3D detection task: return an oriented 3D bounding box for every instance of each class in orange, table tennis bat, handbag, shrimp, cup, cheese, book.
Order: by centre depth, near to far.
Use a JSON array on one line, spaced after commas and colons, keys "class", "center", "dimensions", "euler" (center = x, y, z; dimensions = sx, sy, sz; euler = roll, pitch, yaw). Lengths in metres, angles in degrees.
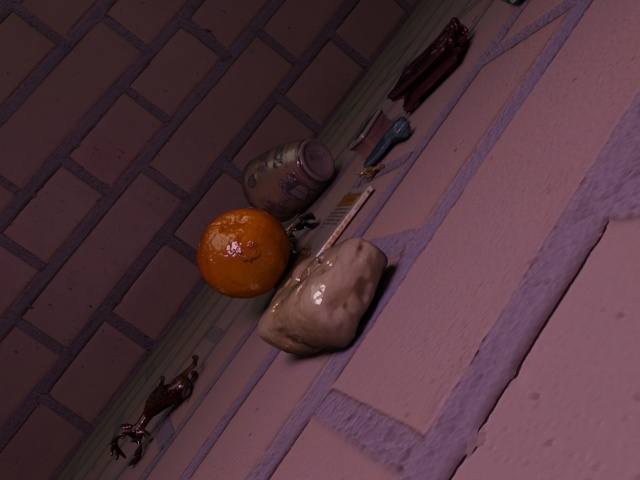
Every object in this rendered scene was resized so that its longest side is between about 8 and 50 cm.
[{"class": "cheese", "center": [-0.004, 0.085, 0.934], "dimensions": [0.159, 0.093, 0.263], "euler": [-55, 10, -27]}, {"class": "book", "center": [0.000, 0.000, 1.412], "dimensions": [0.295, 0.020, 0.208], "euler": [-53, 10, -5]}, {"class": "orange", "center": [-0.174, 0.029, 1.448], "dimensions": [0.219, 0.193, 0.219], "euler": [-21, 19, 8]}, {"class": "table tennis bat", "center": [0.161, -0.239, 1.497], "dimensions": [0.153, 0.040, 0.244], "euler": [-54, 6, -8]}, {"class": "handbag", "center": [0.275, -0.432, 1.566], "dimensions": [0.216, 0.074, 0.203], "euler": [-41, 15, 40]}, {"class": "shrimp", "center": [-0.063, -0.004, 1.611], "dimensions": [0.152, 0.046, 0.219], "euler": [-43, 19, 2]}, {"class": "cup", "center": [-0.056, -0.207, 2.002], "dimensions": [0.257, 0.227, 0.301], "euler": [-23, -2, 44]}]

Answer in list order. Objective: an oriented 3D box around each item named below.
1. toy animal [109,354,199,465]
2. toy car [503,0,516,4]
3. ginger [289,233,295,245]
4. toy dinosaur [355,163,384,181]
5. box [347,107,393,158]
[{"class": "toy animal", "center": [-0.411, 0.415, 1.600], "dimensions": [0.243, 0.087, 0.260], "euler": [-48, 7, 27]}, {"class": "toy car", "center": [0.433, -0.588, 1.252], "dimensions": [0.125, 0.136, 0.306], "euler": [-40, 6, -11]}, {"class": "ginger", "center": [-0.129, 0.024, 1.770], "dimensions": [0.162, 0.073, 0.103], "euler": [-35, 31, 16]}, {"class": "toy dinosaur", "center": [0.107, -0.153, 1.454], "dimensions": [0.041, 0.026, 0.113], "euler": [-49, 17, -29]}, {"class": "box", "center": [0.135, -0.279, 1.672], "dimensions": [0.122, 0.062, 0.089], "euler": [-58, 12, -27]}]
